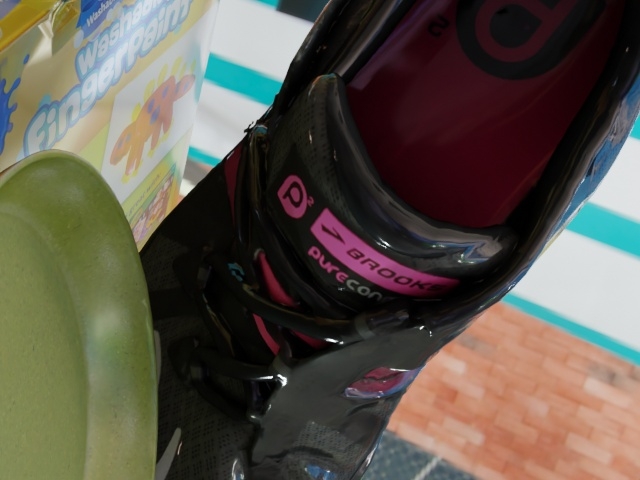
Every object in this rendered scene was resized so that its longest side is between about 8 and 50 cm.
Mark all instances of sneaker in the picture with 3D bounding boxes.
[{"bbox_3d":[0.000,0.000,0.544,0.185,0.483,0.202,35,-169,9],"label":"sneaker"}]

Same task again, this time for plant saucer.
[{"bbox_3d":[-0.116,0.085,0.441,0.037,0.241,0.241,1,-169,9],"label":"plant saucer"}]

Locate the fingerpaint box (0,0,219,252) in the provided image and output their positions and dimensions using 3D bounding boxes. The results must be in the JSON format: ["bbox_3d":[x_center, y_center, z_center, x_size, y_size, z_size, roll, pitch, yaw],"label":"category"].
[{"bbox_3d":[-0.234,-0.047,0.746,0.163,0.371,0.445,24,-138,6],"label":"fingerpaint box"}]
